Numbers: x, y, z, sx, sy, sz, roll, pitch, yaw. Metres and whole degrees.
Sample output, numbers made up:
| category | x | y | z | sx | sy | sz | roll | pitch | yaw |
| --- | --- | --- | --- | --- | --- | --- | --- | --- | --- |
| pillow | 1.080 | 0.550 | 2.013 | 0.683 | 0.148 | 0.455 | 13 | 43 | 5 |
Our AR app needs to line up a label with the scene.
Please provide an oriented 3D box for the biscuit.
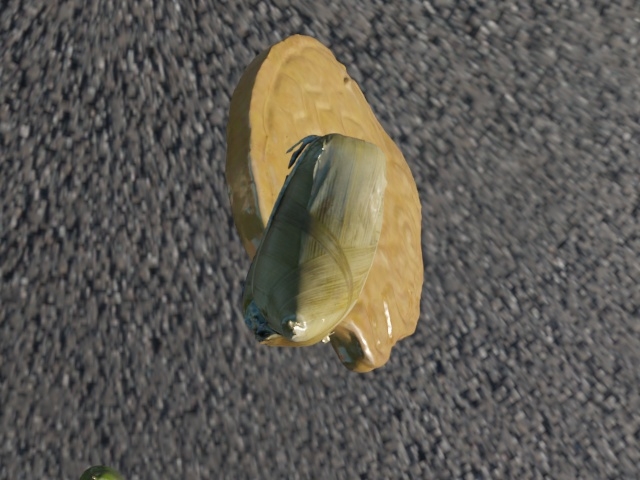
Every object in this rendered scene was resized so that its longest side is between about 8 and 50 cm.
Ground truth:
| category | x | y | z | sx | sy | sz | roll | pitch | yaw |
| --- | --- | --- | --- | --- | --- | --- | --- | --- | --- |
| biscuit | 0.020 | -0.051 | 1.604 | 0.062 | 0.385 | 0.365 | -20 | 126 | 25 |

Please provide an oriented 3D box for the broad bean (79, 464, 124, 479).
| category | x | y | z | sx | sy | sz | roll | pitch | yaw |
| --- | --- | --- | --- | --- | --- | --- | --- | --- | --- |
| broad bean | -0.228 | 0.283 | 1.555 | 0.046 | 0.254 | 0.065 | -37 | 71 | -12 |

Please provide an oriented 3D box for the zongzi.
| category | x | y | z | sx | sy | sz | roll | pitch | yaw |
| --- | --- | --- | --- | --- | --- | --- | --- | --- | --- |
| zongzi | 0.000 | 0.000 | 1.173 | 0.099 | 0.197 | 0.194 | 18 | 86 | -3 |
